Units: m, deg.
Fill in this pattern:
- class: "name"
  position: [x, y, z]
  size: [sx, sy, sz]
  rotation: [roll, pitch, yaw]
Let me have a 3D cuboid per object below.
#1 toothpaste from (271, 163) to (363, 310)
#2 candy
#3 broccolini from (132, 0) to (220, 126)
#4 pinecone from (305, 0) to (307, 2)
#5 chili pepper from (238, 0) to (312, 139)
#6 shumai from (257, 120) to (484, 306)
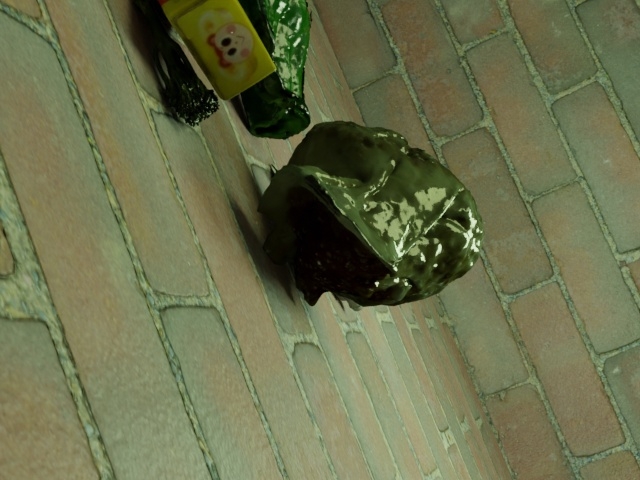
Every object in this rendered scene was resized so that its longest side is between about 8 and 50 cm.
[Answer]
- class: "toothpaste"
  position: [0.000, 0.000, 1.749]
  size: [0.301, 0.048, 0.075]
  rotation: [59, 16, -25]
- class: "candy"
  position: [-0.161, -0.314, 1.360]
  size: [0.146, 0.088, 0.276]
  rotation: [59, 1, -38]
- class: "broccolini"
  position: [-0.197, -0.226, 1.295]
  size: [0.201, 0.058, 0.074]
  rotation: [53, -9, 18]
- class: "pinecone"
  position: [-0.107, -0.444, 1.894]
  size: [0.195, 0.150, 0.179]
  rotation: [16, 51, -77]
- class: "chili pepper"
  position: [-0.115, -0.359, 1.664]
  size: [0.213, 0.168, 0.384]
  rotation: [5, 73, -62]
- class: "shumai"
  position: [0.082, -0.028, 1.452]
  size: [0.288, 0.330, 0.291]
  rotation: [106, 4, -86]
